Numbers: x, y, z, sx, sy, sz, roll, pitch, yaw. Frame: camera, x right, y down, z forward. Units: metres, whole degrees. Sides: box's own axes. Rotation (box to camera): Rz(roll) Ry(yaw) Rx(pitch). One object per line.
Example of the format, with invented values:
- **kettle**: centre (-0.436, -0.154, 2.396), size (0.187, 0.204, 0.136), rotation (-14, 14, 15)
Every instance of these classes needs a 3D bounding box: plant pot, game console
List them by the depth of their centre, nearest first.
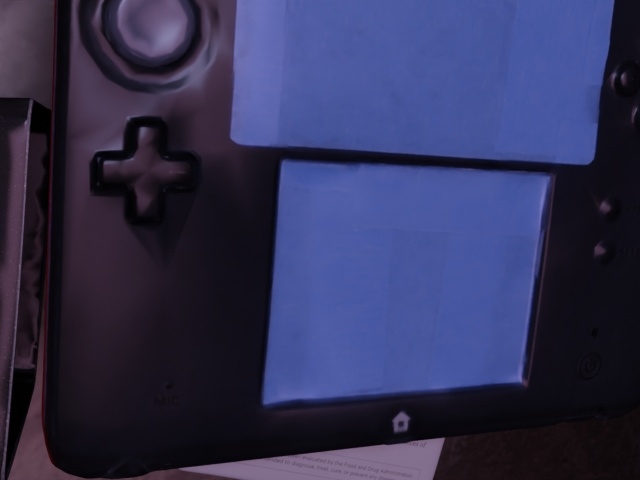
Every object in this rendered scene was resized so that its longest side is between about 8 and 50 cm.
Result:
- **plant pot**: centre (-0.242, 0.012, 0.451), size (0.166, 0.187, 0.188), rotation (4, 96, -14)
- **game console**: centre (0.052, -0.051, 0.453), size (0.386, 0.060, 0.342), rotation (1, 96, -25)

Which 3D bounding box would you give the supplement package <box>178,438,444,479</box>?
- **supplement package**: centre (0.000, 0.000, 0.565), size (0.177, 0.175, 0.293), rotation (18, 89, -26)
